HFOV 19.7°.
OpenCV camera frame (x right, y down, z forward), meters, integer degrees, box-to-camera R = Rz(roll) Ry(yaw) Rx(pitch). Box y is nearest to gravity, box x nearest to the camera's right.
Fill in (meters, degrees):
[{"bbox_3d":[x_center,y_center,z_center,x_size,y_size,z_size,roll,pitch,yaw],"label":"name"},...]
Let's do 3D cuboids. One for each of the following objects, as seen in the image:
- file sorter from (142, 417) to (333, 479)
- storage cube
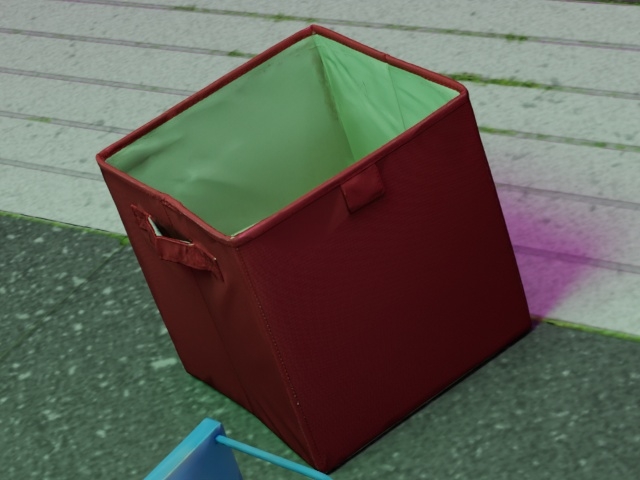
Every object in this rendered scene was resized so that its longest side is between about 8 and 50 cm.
[{"bbox_3d":[-0.037,0.204,0.957,0.104,0.170,0.118,17,47,38],"label":"file sorter"},{"bbox_3d":[0.000,0.000,1.219,0.215,0.193,0.184,-33,34,-21],"label":"storage cube"}]
